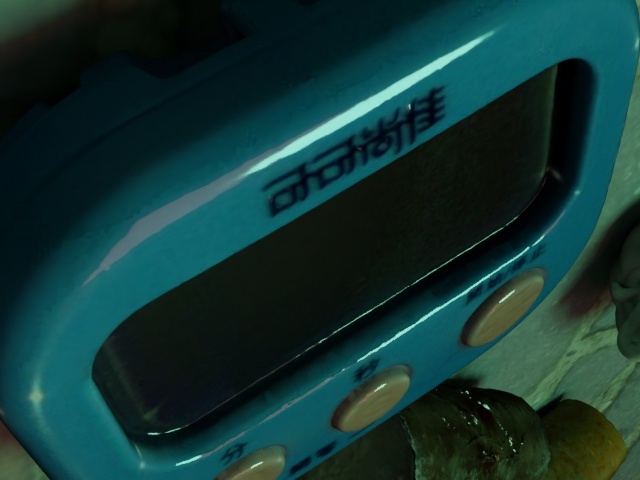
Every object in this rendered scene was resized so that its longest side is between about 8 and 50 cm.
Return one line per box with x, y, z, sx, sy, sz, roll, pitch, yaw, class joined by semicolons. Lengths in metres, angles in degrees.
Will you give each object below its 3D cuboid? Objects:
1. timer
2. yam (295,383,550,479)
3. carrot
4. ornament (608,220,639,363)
0.000;0.000;0.520;0.340;0.115;0.309;-31;150;-14;timer
0.086;0.175;0.845;0.131;0.131;0.280;-49;151;16;yam
0.189;0.285;1.101;0.302;0.139;0.138;-36;150;-20;carrot
0.333;0.050;0.897;0.177;0.177;0.177;-28;148;-19;ornament
